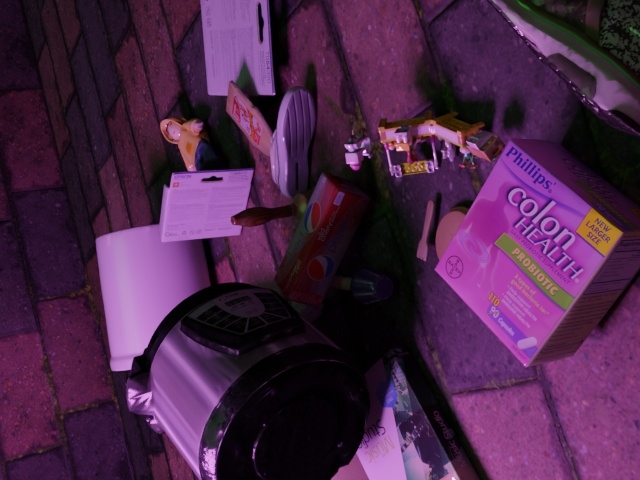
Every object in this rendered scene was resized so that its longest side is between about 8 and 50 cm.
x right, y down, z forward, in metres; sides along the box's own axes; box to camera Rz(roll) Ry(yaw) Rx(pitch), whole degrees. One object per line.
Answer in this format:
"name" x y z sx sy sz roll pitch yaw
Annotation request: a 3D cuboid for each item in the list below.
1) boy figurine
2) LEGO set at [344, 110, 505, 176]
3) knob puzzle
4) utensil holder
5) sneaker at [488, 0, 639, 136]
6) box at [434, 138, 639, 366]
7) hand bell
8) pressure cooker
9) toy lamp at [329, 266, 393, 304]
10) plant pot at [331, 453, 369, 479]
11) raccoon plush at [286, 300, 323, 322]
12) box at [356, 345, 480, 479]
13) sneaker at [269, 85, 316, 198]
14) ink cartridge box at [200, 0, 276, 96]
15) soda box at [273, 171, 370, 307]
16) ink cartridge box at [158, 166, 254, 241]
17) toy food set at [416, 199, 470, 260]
"boy figurine" -0.355 -0.268 2.138 0.285 0.092 0.177 51 141 33
"LEGO set" 0.190 -0.146 1.296 0.287 0.132 0.107 6 123 34
"knob puzzle" -0.150 -0.276 1.819 0.213 0.030 0.213 47 163 19
"utensil holder" -0.476 0.160 2.235 0.328 0.328 0.385 -17 83 58
"sneaker" 0.346 -0.319 1.010 0.182 0.158 0.410 -43 56 18
"box" 0.315 0.015 1.086 0.213 0.117 0.243 51 128 36
"hand bell" -0.078 -0.060 1.610 0.126 0.242 0.126 24 119 54
"pressure cooker" -0.157 0.289 1.535 0.375 0.370 0.420 -52 40 -4
"toy lamp" 0.054 0.090 1.605 0.275 0.080 0.080 5 103 60
"plant pot" -0.015 0.470 1.714 0.284 0.191 0.284 21 116 54
"raccoon plush" -0.129 0.323 1.860 0.446 0.216 0.299 -24 86 57
"box" 0.165 0.404 1.505 0.232 0.059 0.322 -52 57 40
"sneaker" -0.075 -0.221 1.698 0.091 0.094 0.258 35 128 43
"ink cartridge box" -0.179 -0.506 1.810 0.330 0.072 0.324 15 112 52
"soda box" 0.000 0.000 1.572 0.263 0.084 0.092 -65 32 17
"ink cartridge box" -0.294 -0.101 1.960 0.045 0.223 0.224 58 142 41
"toy food set" 0.245 0.007 1.321 0.192 0.039 0.132 35 120 55
